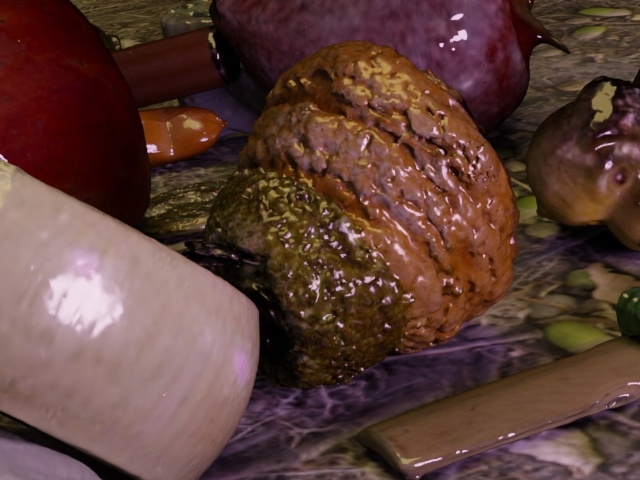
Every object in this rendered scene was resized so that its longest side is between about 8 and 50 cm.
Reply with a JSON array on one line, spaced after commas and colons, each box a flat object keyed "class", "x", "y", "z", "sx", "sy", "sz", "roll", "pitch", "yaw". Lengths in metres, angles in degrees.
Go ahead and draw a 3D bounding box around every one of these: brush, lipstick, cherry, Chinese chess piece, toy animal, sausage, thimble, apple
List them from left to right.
[{"class": "apple", "x": -0.324, "y": -0.063, "z": 1.102, "sx": 0.365, "sy": 0.295, "sz": 0.329, "roll": -17, "pitch": -8, "yaw": -14}, {"class": "Chinese chess piece", "x": -0.149, "y": 0.028, "z": 0.701, "sx": 0.250, "sy": 0.101, "sz": 0.250, "roll": 25, "pitch": -10, "yaw": 5}, {"class": "lipstick", "x": -0.242, "y": -0.124, "z": 1.315, "sx": 0.356, "sy": 0.057, "sz": 0.057, "roll": -12, "pitch": 18, "yaw": 16}, {"class": "sausage", "x": -0.170, "y": -0.084, "z": 1.275, "sx": 0.183, "sy": 0.054, "sz": 0.062, "roll": -10, "pitch": 53, "yaw": -13}, {"class": "thimble", "x": -0.065, "y": -0.166, "z": 1.370, "sx": 0.151, "sy": 0.118, "sz": 0.127, "roll": -19, "pitch": 20, "yaw": -23}, {"class": "cherry", "x": 0.056, "y": -0.183, "z": 1.226, "sx": 0.300, "sy": 0.203, "sz": 0.230, "roll": 3, "pitch": 62, "yaw": 11}, {"class": "brush", "x": 0.152, "y": 0.060, "z": 0.787, "sx": 0.282, "sy": 0.048, "sz": 0.054, "roll": -17, "pitch": 22, "yaw": -22}, {"class": "toy animal", "x": 0.249, "y": -0.087, "z": 0.991, "sx": 0.168, "sy": 0.233, "sz": 0.121, "roll": 28, "pitch": 11, "yaw": -35}]

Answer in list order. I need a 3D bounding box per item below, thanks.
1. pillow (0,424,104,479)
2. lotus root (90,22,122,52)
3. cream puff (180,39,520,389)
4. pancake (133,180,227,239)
[{"class": "pillow", "x": -0.273, "y": 0.126, "z": 0.603, "sx": 0.283, "sy": 0.138, "sz": 0.310, "roll": 10, "pitch": 23, "yaw": 35}, {"class": "lotus root", "x": -0.276, "y": -0.173, "z": 1.510, "sx": 0.179, "sy": 0.089, "sz": 0.080, "roll": -29, "pitch": -8, "yaw": -39}, {"class": "cream puff", "x": 0.000, "y": 0.000, "z": 0.826, "sx": 0.169, "sy": 0.183, "sz": 0.183, "roll": -38, "pitch": 33, "yaw": -30}, {"class": "pancake", "x": -0.101, "y": -0.024, "z": 1.137, "sx": 0.108, "sy": 0.017, "sz": 0.108, "roll": -9, "pitch": 18, "yaw": 3}]
